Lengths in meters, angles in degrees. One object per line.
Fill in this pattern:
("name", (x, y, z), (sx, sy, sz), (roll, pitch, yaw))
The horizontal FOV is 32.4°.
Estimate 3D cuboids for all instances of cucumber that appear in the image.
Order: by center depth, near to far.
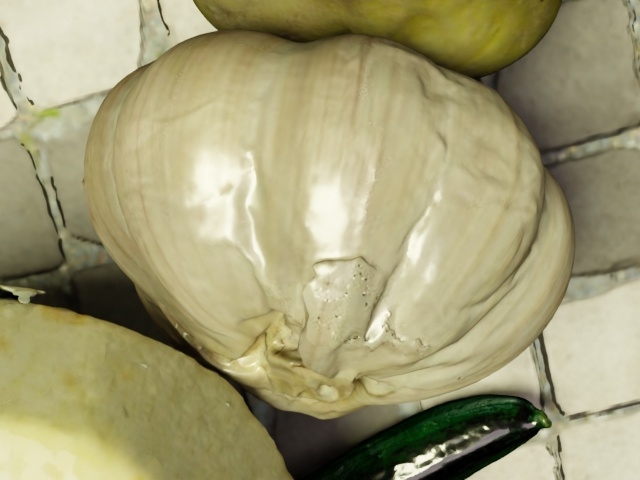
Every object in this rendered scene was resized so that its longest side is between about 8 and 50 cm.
("cucumber", (-0.001, 0.155, 0.637), (0.284, 0.056, 0.056), (-25, 107, 8))

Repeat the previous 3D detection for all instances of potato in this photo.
("potato", (0.023, -0.157, 0.498), (0.200, 0.154, 0.137), (13, 64, 0))

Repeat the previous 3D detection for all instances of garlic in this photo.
("garlic", (0.002, -0.001, 0.502), (0.227, 0.228, 0.152), (17, 74, -8))

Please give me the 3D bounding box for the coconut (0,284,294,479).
("coconut", (-0.153, 0.165, 0.503), (0.322, 0.323, 0.323), (-1, 107, -3))
